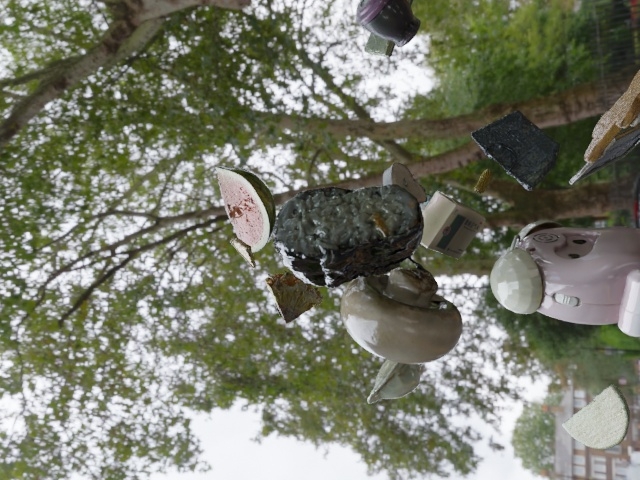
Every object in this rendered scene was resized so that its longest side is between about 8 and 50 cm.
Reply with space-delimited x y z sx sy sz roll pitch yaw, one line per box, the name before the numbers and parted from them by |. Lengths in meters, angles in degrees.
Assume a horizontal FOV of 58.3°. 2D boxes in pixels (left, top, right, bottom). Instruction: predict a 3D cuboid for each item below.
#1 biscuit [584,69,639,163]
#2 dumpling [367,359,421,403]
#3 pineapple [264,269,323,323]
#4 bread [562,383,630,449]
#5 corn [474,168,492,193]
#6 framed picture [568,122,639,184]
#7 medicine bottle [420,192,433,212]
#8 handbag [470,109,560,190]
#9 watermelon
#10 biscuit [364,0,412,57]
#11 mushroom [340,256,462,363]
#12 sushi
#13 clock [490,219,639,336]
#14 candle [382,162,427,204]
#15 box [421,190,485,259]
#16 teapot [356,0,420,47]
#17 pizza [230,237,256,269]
biscuit | 0.749 -0.326 1.371 0.216 0.047 0.339 -56 -8 -34
dumpling | 0.249 0.431 1.857 0.252 0.131 0.179 -29 -27 -15
pineapple | -0.107 0.212 2.146 0.186 0.237 0.114 -64 14 5
bread | 0.695 0.448 1.407 0.036 0.192 0.112 -4 -133 -35
corn | 0.523 -0.189 1.837 0.092 0.037 0.037 -61 -39 -17
framed picture | 0.971 -0.303 1.865 0.315 0.232 0.024 -26 -111 -26
medicine bottle | 0.414 -0.149 2.309 0.054 0.209 0.090 -33 -39 -46
handbag | 0.615 -0.287 1.791 0.175 0.270 0.088 -35 -25 -10
watermelon | -0.205 -0.120 1.846 0.128 0.159 0.303 -44 -57 -49
biscuit | 0.217 -0.698 1.858 0.041 0.121 0.199 13 -77 -36
mushroom | 0.242 0.191 1.670 0.362 0.363 0.294 -4 -66 -61
sushi | 0.066 -0.013 1.329 0.170 0.351 0.210 83 174 -58
clock | 0.582 0.067 1.310 0.342 0.326 0.183 -25 -64 -53
candle | 0.302 -0.194 2.148 0.169 0.068 0.192 -30 -100 -44
box | 0.408 -0.047 1.830 0.212 0.095 0.168 16 -72 -48
teapot | 0.160 -0.524 1.348 0.146 0.116 0.148 33 -169 -24
pizza | -0.212 0.036 1.647 0.026 0.123 0.108 -38 -62 -19
